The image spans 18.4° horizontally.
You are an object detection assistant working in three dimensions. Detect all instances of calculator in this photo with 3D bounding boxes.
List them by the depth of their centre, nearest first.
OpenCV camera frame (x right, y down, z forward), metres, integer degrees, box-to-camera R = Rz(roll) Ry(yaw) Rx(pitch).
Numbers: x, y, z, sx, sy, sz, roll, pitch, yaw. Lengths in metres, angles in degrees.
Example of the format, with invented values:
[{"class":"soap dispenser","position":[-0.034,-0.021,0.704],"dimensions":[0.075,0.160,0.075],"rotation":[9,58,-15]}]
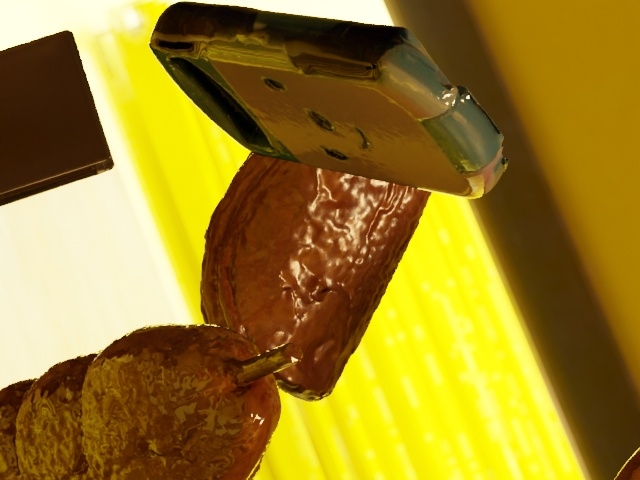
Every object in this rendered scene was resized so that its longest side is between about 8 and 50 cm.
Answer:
[{"class":"calculator","position":[0.002,-0.102,1.405],"dimensions":[0.293,0.051,0.173],"rotation":[13,-22,41]}]

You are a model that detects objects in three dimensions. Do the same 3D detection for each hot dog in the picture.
[{"class":"hot dog","position":[0.000,0.000,1.734],"dimensions":[0.122,0.272,0.196],"rotation":[16,-10,46]}]

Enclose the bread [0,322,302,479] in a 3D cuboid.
[{"class":"bread","position":[-0.108,0.115,1.117],"dimensions":[0.084,0.124,0.344],"rotation":[-20,-6,-43]}]

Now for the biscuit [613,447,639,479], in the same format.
[{"class":"biscuit","position":[0.246,0.182,1.080],"dimensions":[0.260,0.203,0.041],"rotation":[-21,2,-32]}]

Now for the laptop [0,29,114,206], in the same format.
[{"class":"laptop","position":[-0.270,-0.089,1.612],"dimensions":[0.180,0.129,0.016],"rotation":[-17,-14,-3]}]
